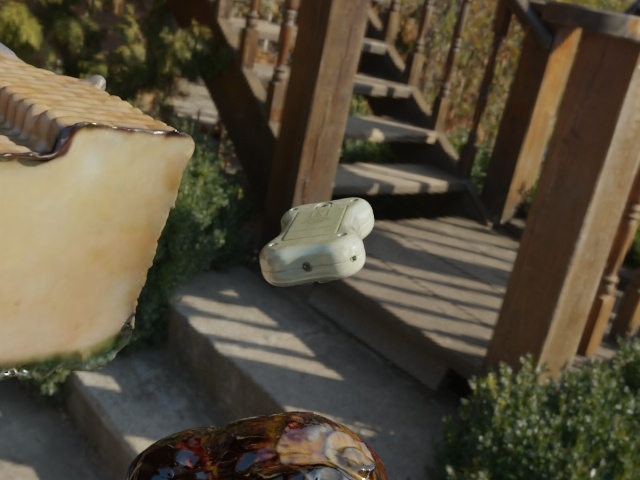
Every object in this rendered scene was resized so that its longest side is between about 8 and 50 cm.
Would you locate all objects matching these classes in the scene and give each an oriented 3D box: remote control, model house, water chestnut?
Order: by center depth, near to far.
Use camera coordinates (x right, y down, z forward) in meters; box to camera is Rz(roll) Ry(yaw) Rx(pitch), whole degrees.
[{"bbox_3d":[-0.208,-0.029,0.443,0.172,0.166,0.183,36,23,30],"label":"model house"},{"bbox_3d":[0.000,0.000,0.568,0.074,0.032,0.122,-7,17,12],"label":"remote control"},{"bbox_3d":[-0.053,0.294,0.703,0.289,0.244,0.289,-9,26,4],"label":"water chestnut"}]
